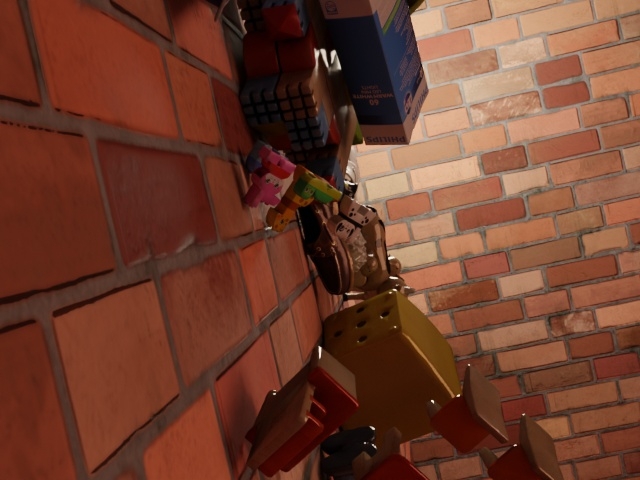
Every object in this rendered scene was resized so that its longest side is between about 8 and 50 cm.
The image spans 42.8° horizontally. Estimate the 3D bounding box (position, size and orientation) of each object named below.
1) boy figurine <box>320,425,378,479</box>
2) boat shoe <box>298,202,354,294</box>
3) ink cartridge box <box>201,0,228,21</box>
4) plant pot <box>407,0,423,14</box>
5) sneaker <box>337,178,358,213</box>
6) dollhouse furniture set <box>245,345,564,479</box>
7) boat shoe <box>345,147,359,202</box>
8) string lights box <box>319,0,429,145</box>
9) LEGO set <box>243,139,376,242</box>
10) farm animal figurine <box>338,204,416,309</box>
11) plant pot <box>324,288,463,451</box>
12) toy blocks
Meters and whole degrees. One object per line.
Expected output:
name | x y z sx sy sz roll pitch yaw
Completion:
boy figurine | 0.072 0.415 1.144 0.177 0.092 0.285 -86 160 -77
boat shoe | 0.000 0.000 1.438 0.073 0.073 0.207 -15 89 -46
ink cartridge box | -0.066 -0.413 0.888 0.307 0.072 0.303 -86 -158 -66
plant pot | 0.007 -0.574 1.490 0.353 0.366 0.366 -115 -171 -65
sneaker | 0.029 -0.124 1.745 0.084 0.097 0.234 -96 171 -45
dollhouse furniture set | 0.056 0.232 0.757 0.259 0.262 0.135 42 16 -9
boat shoe | 0.043 -0.143 1.912 0.096 0.098 0.277 64 17 -69
string lights box | 0.085 -0.279 1.189 0.259 0.077 0.133 68 34 -42
LEGO set | -0.039 -0.050 1.058 0.227 0.093 0.087 27 9 -48
farm animal figurine | 0.107 0.078 1.711 0.330 0.172 0.327 -80 157 -74
plant pot | 0.109 0.215 1.425 0.187 0.212 0.212 60 13 -24
toy blocks | -0.034 -0.231 1.194 0.261 0.191 0.381 -77 156 -50
